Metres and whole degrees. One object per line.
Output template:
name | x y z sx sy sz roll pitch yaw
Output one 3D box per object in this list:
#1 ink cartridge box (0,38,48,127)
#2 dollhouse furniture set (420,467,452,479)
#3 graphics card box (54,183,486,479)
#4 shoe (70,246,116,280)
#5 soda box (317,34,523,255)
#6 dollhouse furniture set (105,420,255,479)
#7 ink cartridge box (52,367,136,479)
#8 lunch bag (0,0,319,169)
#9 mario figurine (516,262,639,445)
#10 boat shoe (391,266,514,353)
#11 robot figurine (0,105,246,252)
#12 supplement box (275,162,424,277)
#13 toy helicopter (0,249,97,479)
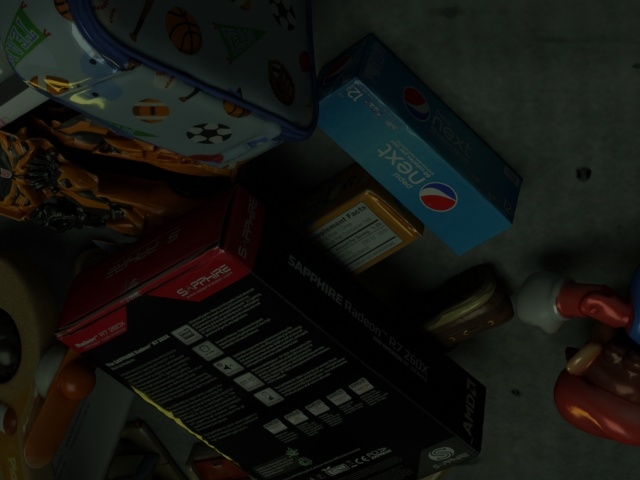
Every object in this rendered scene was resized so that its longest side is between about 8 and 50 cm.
ink cartridge box | -0.317 -0.214 1.539 0.306 0.131 0.226 -29 121 19
dollhouse furniture set | 0.108 0.241 1.954 0.081 0.091 0.114 48 113 26
graphics card box | -0.041 0.119 1.723 0.232 0.094 0.371 -29 125 35
shoe | -0.173 0.087 1.860 0.219 0.076 0.058 42 150 -12
soda box | 0.087 -0.085 1.618 0.210 0.067 0.071 42 130 -21
dollhouse furniture set | -0.165 0.283 1.991 0.183 0.129 0.129 -13 127 28
ink cartridge box | -0.401 0.241 1.893 0.330 0.324 0.071 21 155 -1
lunch bag | -0.127 -0.205 1.420 0.115 0.243 0.303 -19 151 33
mario figurine | 0.317 0.050 1.666 0.198 0.170 0.321 46 127 24
boat shoe | 0.114 0.089 1.773 0.178 0.064 0.060 -28 117 32
robot figurine | -0.209 -0.072 1.707 0.291 0.085 0.211 10 128 8
supplement box | 0.000 0.000 1.717 0.233 0.078 0.080 -29 116 35
toy helicopter | -0.293 0.184 1.799 0.235 0.140 0.355 -14 86 38
